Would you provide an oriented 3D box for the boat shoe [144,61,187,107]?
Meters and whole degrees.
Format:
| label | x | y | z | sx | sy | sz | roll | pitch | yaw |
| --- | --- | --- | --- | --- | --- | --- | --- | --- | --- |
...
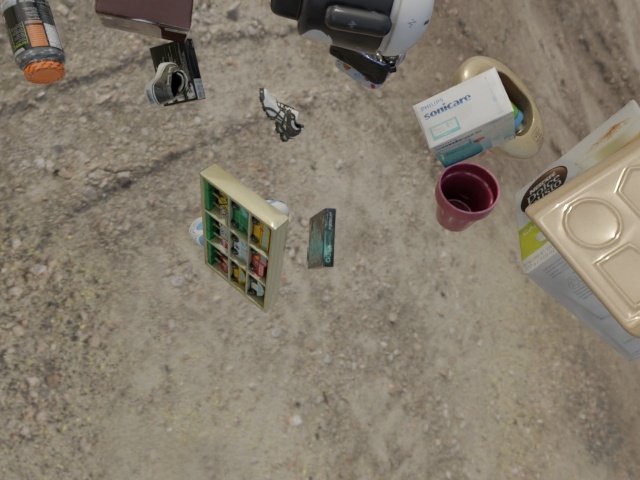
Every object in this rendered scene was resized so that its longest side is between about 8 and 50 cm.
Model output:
| label | x | y | z | sx | sy | sz | roll | pitch | yaw |
| --- | --- | --- | --- | --- | --- | --- | --- | --- | --- |
| boat shoe | -0.364 | -0.385 | 1.385 | 0.219 | 0.070 | 0.077 | -89 | 167 | -55 |

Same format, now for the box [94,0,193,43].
| label | x | y | z | sx | sy | sz | roll | pitch | yaw |
| --- | --- | --- | --- | --- | --- | --- | --- | --- | --- |
| box | -0.323 | -0.502 | 1.065 | 0.169 | 0.167 | 0.203 | 7 | 99 | -18 |

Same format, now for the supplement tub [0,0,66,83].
| label | x | y | z | sx | sy | sz | roll | pitch | yaw |
| --- | --- | --- | --- | --- | --- | --- | --- | --- | --- |
| supplement tub | -0.699 | -0.491 | 1.384 | 0.117 | 0.117 | 0.190 | -14 | 85 | -46 |

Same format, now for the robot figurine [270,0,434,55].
| label | x | y | z | sx | sy | sz | roll | pitch | yaw |
| --- | --- | --- | --- | --- | --- | --- | --- | --- | --- |
| robot figurine | 0.058 | -0.426 | 0.982 | 0.279 | 0.173 | 0.208 | 11 | 82 | -6 |

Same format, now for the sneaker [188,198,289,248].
| label | x | y | z | sx | sy | sz | roll | pitch | yaw |
| --- | --- | --- | --- | --- | --- | --- | --- | --- | --- |
| sneaker | -0.163 | -0.029 | 1.218 | 0.237 | 0.086 | 0.085 | -18 | 127 | -33 |

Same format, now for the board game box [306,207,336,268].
| label | x | y | z | sx | sy | sz | roll | pitch | yaw |
| --- | --- | --- | --- | --- | --- | --- | --- | --- | --- |
| board game box | 0.000 | 0.000 | 1.266 | 0.026 | 0.186 | 0.126 | 4 | 84 | -11 |

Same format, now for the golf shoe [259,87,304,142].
| label | x | y | z | sx | sy | sz | roll | pitch | yaw |
| --- | --- | --- | --- | --- | --- | --- | --- | --- | --- |
| golf shoe | -0.121 | -0.403 | 1.754 | 0.077 | 0.094 | 0.198 | -96 | 159 | -44 |

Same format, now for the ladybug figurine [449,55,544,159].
| label | x | y | z | sx | sy | sz | roll | pitch | yaw |
| --- | --- | --- | --- | --- | --- | --- | --- | --- | --- |
| ladybug figurine | 0.631 | -0.461 | 2.046 | 0.449 | 0.162 | 0.305 | 42 | 66 | -17 |

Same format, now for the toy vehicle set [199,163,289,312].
| label | x | y | z | sx | sy | sz | roll | pitch | yaw |
| --- | --- | --- | --- | --- | --- | --- | --- | --- | --- |
| toy vehicle set | -0.140 | 0.005 | 1.007 | 0.035 | 0.166 | 0.266 | -43 | 159 | -32 |

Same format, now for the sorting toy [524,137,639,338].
| label | x | y | z | sx | sy | sz | roll | pitch | yaw |
| --- | --- | --- | --- | --- | --- | --- | --- | --- | --- |
| sorting toy | 0.389 | -0.009 | 0.686 | 0.208 | 0.193 | 0.038 | 57 | -3 | 28 |

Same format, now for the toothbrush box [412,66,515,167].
| label | x | y | z | sx | sy | sz | roll | pitch | yaw |
| --- | --- | --- | --- | --- | --- | --- | --- | --- | --- |
| toothbrush box | 0.387 | -0.311 | 1.487 | 0.295 | 0.217 | 0.126 | 12 | 57 | -70 |

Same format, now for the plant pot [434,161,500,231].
| label | x | y | z | sx | sy | sz | roll | pitch | yaw |
| --- | --- | --- | --- | --- | --- | --- | --- | --- | --- |
| plant pot | 0.462 | -0.125 | 1.850 | 0.180 | 0.202 | 0.201 | 99 | 14 | -60 |

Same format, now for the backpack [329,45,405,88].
| label | x | y | z | sx | sy | sz | roll | pitch | yaw |
| --- | --- | --- | --- | --- | --- | --- | --- | --- | --- |
| backpack | 0.190 | -0.684 | 1.974 | 0.277 | 0.213 | 0.263 | 38 | 67 | 5 |

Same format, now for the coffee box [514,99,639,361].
| label | x | y | z | sx | sy | sz | roll | pitch | yaw |
| --- | --- | --- | --- | --- | --- | --- | --- | --- | --- |
| coffee box | 0.667 | -0.024 | 1.211 | 0.338 | 0.337 | 0.334 | 36 | 36 | -12 |

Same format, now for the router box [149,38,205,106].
| label | x | y | z | sx | sy | sz | roll | pitch | yaw |
| --- | --- | --- | --- | --- | --- | --- | --- | --- | --- |
| router box | -0.431 | -0.505 | 1.702 | 0.046 | 0.133 | 0.178 | -38 | 120 | -62 |
